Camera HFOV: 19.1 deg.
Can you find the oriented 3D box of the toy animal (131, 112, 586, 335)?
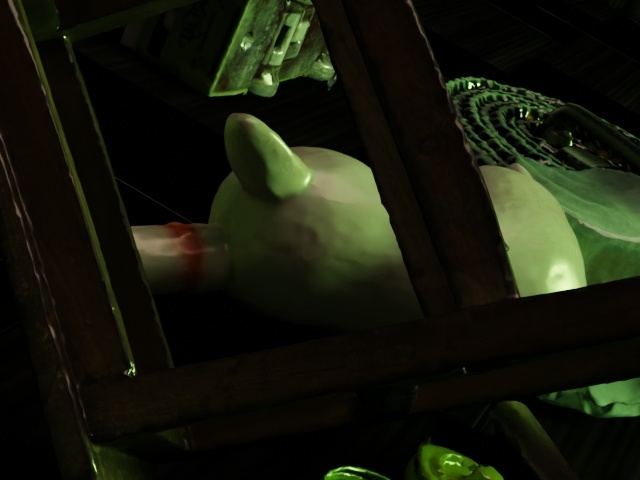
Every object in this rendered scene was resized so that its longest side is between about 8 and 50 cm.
[{"bbox_3d":[0.007,-0.004,1.011,0.282,0.140,0.138,20,20,-20],"label":"toy animal"}]

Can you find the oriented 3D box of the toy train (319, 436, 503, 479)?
[{"bbox_3d":[0.026,0.154,0.648,0.160,0.100,0.296,43,19,21],"label":"toy train"}]

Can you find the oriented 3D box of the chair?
[{"bbox_3d":[-0.103,-0.007,0.689,0.203,0.416,0.240,81,-9,-82],"label":"chair"}]

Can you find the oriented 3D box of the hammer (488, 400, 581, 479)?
[{"bbox_3d":[0.157,0.167,0.936,0.125,0.027,0.297,16,20,-33],"label":"hammer"}]

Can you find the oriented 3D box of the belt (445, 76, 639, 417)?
[{"bbox_3d":[0.153,0.000,1.208,0.207,0.150,0.257,3,27,-37],"label":"belt"}]

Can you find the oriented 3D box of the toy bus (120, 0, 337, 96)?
[{"bbox_3d":[-0.056,-0.193,1.526,0.139,0.113,0.302,28,17,12],"label":"toy bus"}]
